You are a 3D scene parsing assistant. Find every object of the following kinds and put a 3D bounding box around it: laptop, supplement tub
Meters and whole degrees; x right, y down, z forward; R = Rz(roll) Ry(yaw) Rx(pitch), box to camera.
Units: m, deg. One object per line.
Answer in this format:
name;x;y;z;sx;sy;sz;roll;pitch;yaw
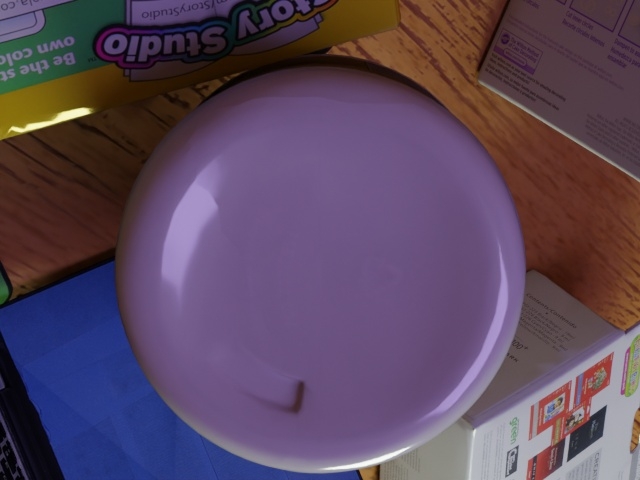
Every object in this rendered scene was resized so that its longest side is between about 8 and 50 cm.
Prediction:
laptop;-0.091;0.197;1.263;0.236;0.408;0.382;-23;93;1
supplement tub;0.000;0.000;1.189;0.241;0.241;0.331;-58;-176;6

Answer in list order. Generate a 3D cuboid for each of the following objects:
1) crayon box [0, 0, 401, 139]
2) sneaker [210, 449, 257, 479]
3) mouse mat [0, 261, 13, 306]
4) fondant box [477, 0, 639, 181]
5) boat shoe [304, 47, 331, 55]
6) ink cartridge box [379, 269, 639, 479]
crayon box;-0.152;-0.221;1.037;0.362;0.106;0.313;-16;135;-6
sneaker;-0.066;0.199;1.538;0.295;0.123;0.178;32;74;-74
mouse mat;-0.310;0.045;1.259;0.189;0.007;0.153;-36;139;-19
fondant box;0.294;-0.224;1.471;0.096;0.238;0.330;2;117;-45
boat shoe;-0.025;-0.170;1.305;0.285;0.103;0.092;-35;134;-30
ink cartridge box;0.196;0.202;1.787;0.271;0.130;0.309;-27;135;-31
